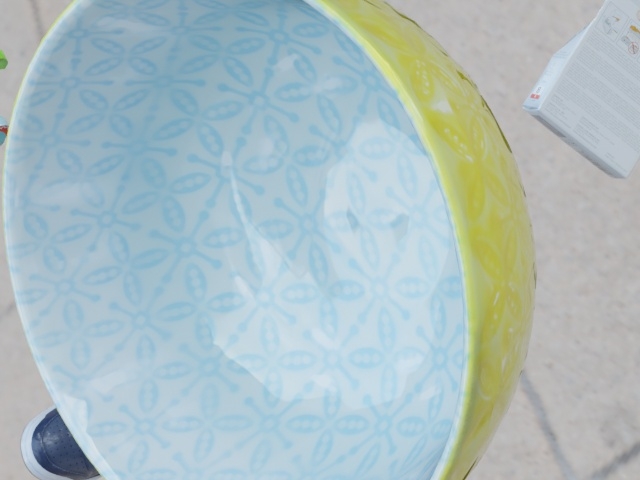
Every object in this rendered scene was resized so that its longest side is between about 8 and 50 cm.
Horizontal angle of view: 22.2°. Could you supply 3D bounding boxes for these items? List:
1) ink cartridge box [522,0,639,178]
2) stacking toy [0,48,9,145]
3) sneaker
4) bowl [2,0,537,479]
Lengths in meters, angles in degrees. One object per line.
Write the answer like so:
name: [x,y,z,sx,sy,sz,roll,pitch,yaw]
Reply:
ink cartridge box: [0.325,-0.181,1.810,0.179,0.145,0.045,-59,23,-8]
stacking toy: [-0.410,-0.096,1.896,0.221,0.052,0.167,-42,59,17]
sneaker: [-0.191,0.205,1.853,0.153,0.282,0.099,-25,76,45]
bowl: [0.000,0.000,0.780,0.289,0.156,0.290,14,112,38]
